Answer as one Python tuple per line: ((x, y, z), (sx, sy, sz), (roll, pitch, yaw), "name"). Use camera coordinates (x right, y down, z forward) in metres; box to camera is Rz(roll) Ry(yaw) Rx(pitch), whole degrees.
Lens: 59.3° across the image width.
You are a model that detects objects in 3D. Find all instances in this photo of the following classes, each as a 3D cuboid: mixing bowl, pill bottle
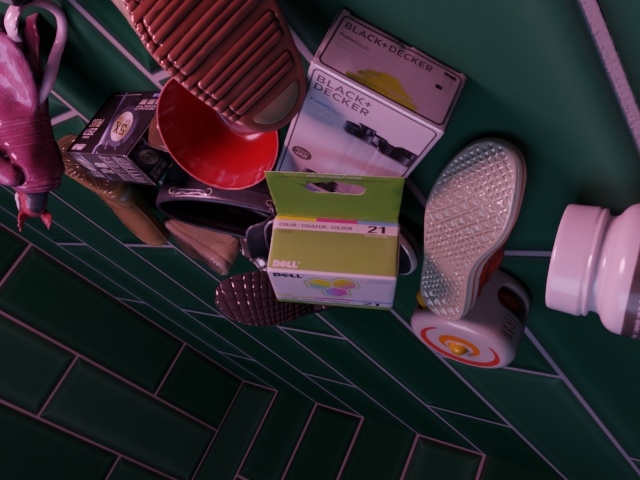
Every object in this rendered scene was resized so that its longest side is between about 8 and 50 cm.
((-0.128, -0.175, 0.806), (0.182, 0.098, 0.181), (11, 128, 14), "mixing bowl")
((0.420, 0.045, 0.640), (0.284, 0.161, 0.161), (13, 153, 30), "pill bottle")

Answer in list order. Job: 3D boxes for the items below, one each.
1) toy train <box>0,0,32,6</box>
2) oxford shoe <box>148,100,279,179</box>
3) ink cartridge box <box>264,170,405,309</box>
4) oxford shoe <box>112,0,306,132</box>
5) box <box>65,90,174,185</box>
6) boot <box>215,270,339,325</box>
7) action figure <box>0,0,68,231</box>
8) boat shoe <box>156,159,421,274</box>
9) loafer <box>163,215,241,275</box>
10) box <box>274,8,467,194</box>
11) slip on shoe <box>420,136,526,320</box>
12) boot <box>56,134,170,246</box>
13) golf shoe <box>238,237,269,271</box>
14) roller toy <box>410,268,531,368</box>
((-0.425, -0.416, 0.625), (0.191, 0.142, 0.334), (17, 156, -7), "toy train")
((-0.169, -0.142, 0.922), (0.227, 0.096, 0.082), (22, -159, -14), "oxford shoe")
((0.018, 0.008, 0.802), (0.189, 0.096, 0.255), (4, 155, 6), "ink cartridge box")
((-0.165, -0.285, 0.611), (0.397, 0.140, 0.146), (49, 179, -15), "oxford shoe")
((-0.327, -0.180, 0.977), (0.180, 0.147, 0.077), (10, 152, 36), "box")
((-0.101, 0.141, 1.276), (0.339, 0.118, 0.223), (2, 167, -29), "boot")
((-0.495, -0.197, 0.954), (0.276, 0.248, 0.369), (-3, 107, 17), "action figure")
((-0.068, -0.030, 1.011), (0.501, 0.155, 0.186), (22, 154, 8), "boat shoe")
((-0.286, -0.004, 1.378), (0.269, 0.092, 0.101), (31, 155, 36), "loafer")
((0.046, -0.141, 0.741), (0.169, 0.087, 0.290), (28, 156, -4), "box")
((0.218, -0.015, 0.805), (0.123, 0.101, 0.331), (34, 146, 27), "slip on shoe")
((-0.499, -0.108, 1.352), (0.236, 0.089, 0.269), (38, 165, 21), "boot")
((-0.134, 0.032, 1.324), (0.094, 0.077, 0.198), (26, 153, 32), "golf shoe")
((0.267, 0.138, 1.011), (0.191, 0.146, 0.209), (19, 155, 16), "roller toy")
